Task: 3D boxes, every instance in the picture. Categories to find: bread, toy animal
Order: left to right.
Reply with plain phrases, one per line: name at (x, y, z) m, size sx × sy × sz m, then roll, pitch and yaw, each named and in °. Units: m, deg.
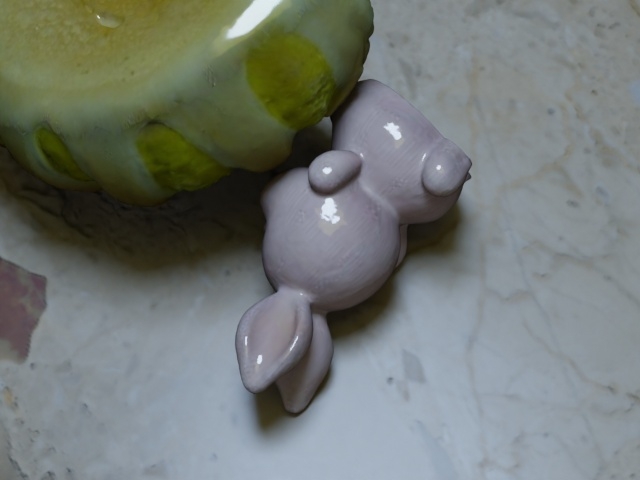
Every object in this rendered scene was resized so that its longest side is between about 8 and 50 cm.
bread at (-0.111, -0.165, 1.163) m, size 0.333 × 0.160 × 0.333 m, roll -12°, pitch 58°, yaw 19°
toy animal at (-0.001, -0.001, 1.128) m, size 0.124 × 0.124 × 0.212 m, roll 38°, pitch 79°, yaw 17°
